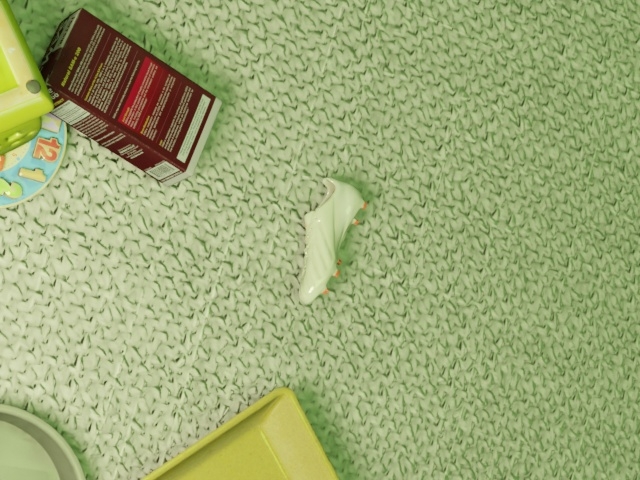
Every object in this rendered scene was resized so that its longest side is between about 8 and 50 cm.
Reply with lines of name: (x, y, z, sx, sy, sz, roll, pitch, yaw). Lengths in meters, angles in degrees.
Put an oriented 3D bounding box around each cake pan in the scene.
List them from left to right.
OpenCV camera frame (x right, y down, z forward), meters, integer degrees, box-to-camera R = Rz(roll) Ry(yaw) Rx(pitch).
cake pan: (-0.444, 0.354, 1.851, 0.293, 0.054, 0.293, 2, 86, -27)

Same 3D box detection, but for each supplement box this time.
supplement box: (-0.263, -0.191, 1.943, 0.239, 0.073, 0.130, 33, 61, -26)

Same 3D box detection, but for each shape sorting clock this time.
shape sorting clock: (-0.435, -0.144, 1.891, 0.206, 0.040, 0.206, 2, 86, -27)

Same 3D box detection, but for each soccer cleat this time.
soccer cleat: (0.000, 0.000, 2.094, 0.076, 0.068, 0.196, 30, 67, -17)

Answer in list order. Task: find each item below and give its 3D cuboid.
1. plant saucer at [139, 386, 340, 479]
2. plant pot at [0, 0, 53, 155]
plant saucer: (-0.115, 0.423, 2.000, 0.333, 0.081, 0.333, -32, 101, -25)
plant pot: (-0.465, -0.199, 1.745, 0.228, 0.207, 0.227, -26, 96, -26)
